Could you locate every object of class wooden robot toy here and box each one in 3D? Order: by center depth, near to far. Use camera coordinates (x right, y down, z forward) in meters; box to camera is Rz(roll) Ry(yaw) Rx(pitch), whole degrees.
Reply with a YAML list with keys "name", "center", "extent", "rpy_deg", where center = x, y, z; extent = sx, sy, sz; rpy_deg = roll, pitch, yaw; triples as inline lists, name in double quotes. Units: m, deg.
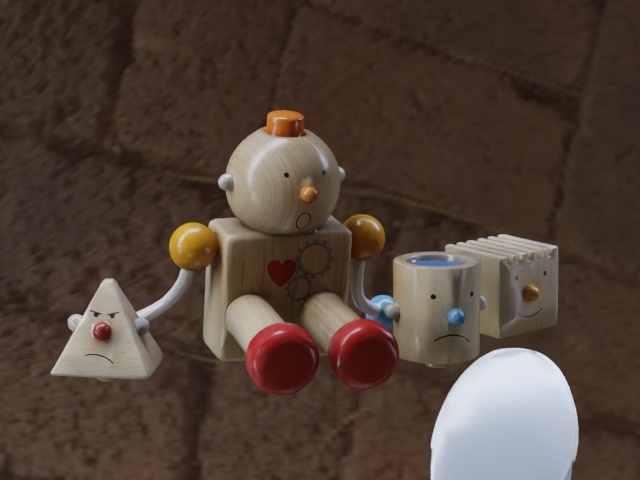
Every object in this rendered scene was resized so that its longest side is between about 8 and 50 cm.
- name: "wooden robot toy"
  center: [0.000, 0.000, 0.570]
  extent: [0.173, 0.076, 0.079]
  rpy_deg: [-4, 102, -21]

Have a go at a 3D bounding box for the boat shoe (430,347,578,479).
- name: "boat shoe"
  center: [0.137, 0.232, 1.394]
  extent: [0.113, 0.105, 0.306]
  rpy_deg: [0, 58, 4]
